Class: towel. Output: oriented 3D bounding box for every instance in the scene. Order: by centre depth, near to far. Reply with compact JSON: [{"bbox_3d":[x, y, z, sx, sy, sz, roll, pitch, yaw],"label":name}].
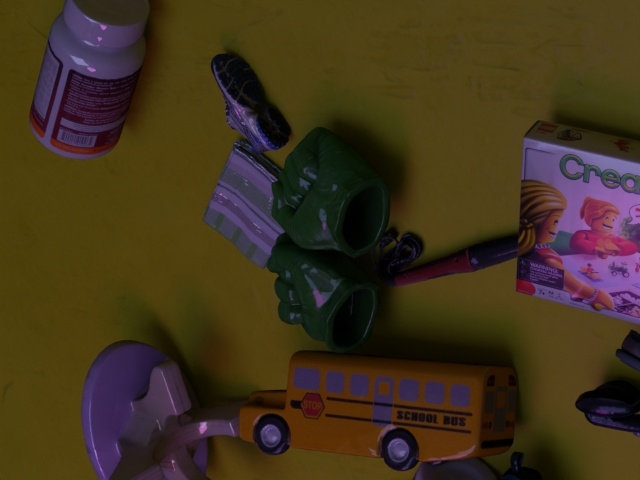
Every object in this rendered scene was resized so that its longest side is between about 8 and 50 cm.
[{"bbox_3d":[-0.088,-0.043,1.933,0.113,0.023,0.152,40,135,12],"label":"towel"}]

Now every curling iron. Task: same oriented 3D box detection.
[{"bbox_3d":[0.165,0.011,1.757,0.274,0.035,0.068,-8,111,41],"label":"curling iron"}]

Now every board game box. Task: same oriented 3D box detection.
[{"bbox_3d":[0.353,-0.001,1.573,0.305,0.053,0.193,15,125,25],"label":"board game box"}]

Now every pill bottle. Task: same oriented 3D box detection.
[{"bbox_3d":[-0.286,-0.216,1.908,0.121,0.121,0.221,38,134,13],"label":"pill bottle"},{"bbox_3d":[0.148,0.364,1.944,0.112,0.112,0.187,35,134,16],"label":"pill bottle"}]

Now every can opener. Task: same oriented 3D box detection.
[{"bbox_3d":[0.378,0.195,1.694,0.186,0.073,0.059,7,113,25],"label":"can opener"}]

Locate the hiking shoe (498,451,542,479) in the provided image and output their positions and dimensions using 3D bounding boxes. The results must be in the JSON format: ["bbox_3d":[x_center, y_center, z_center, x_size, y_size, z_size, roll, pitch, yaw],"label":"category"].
[{"bbox_3d":[0.270,0.394,1.869,0.113,0.132,0.304,19,151,37],"label":"hiking shoe"}]

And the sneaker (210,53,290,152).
[{"bbox_3d":[-0.097,-0.161,1.846,0.058,0.052,0.135,-25,100,49],"label":"sneaker"}]

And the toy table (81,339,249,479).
[{"bbox_3d":[-0.206,0.275,2.101,0.161,0.252,0.274,9,133,54],"label":"toy table"}]

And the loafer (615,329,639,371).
[{"bbox_3d":[0.446,0.143,1.600,0.267,0.096,0.084,25,94,21],"label":"loafer"}]

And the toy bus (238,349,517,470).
[{"bbox_3d":[0.065,0.205,1.866,0.332,0.108,0.130,2,88,31],"label":"toy bus"}]

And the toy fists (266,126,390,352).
[{"bbox_3d":[0.000,0.000,1.824,0.142,0.096,0.279,46,143,42],"label":"toy fists"}]
